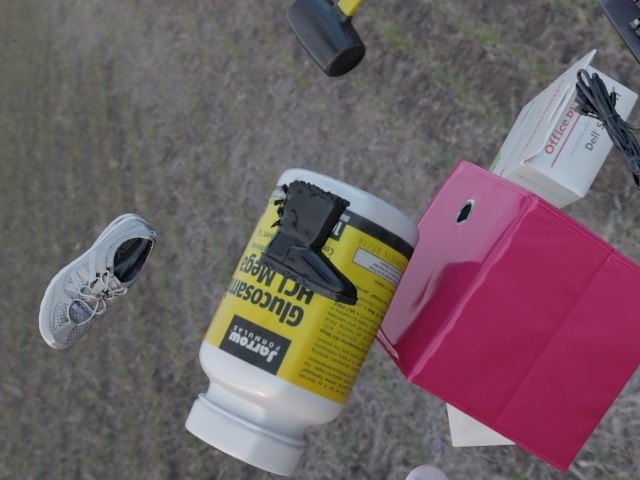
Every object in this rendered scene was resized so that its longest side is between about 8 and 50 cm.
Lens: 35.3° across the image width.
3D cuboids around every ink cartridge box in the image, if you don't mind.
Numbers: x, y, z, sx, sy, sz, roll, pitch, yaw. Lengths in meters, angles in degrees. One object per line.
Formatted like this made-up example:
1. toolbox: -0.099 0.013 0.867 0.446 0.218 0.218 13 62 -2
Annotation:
1. ink cartridge box: 0.398 -0.161 1.681 0.207 0.119 0.353 -60 2 -10

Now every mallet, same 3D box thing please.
1. mallet: 0.039 -0.205 0.706 0.062 0.039 0.190 49 125 23

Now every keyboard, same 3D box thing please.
1. keyboard: 0.342 -0.144 0.952 0.201 0.033 0.317 -46 42 29

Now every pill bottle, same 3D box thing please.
1. pill bottle: -0.028 0.098 1.205 0.188 0.188 0.334 12 77 63

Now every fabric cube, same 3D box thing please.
1. fabric cube: 0.239 0.085 1.275 0.258 0.259 0.254 -56 18 5

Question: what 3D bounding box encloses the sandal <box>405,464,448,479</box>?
1. sandal: 0.124 0.410 1.293 0.076 0.102 0.265 10 101 60

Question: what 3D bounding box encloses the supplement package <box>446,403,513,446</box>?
1. supplement package: 0.312 0.183 1.608 0.199 0.198 0.262 -6 11 17

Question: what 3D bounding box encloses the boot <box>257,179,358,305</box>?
1. boot: 0.000 0.000 1.028 0.099 0.121 0.045 -65 -15 3

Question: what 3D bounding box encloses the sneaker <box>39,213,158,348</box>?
1. sneaker: -0.395 0.072 1.787 0.281 0.105 0.115 -56 31 -10
